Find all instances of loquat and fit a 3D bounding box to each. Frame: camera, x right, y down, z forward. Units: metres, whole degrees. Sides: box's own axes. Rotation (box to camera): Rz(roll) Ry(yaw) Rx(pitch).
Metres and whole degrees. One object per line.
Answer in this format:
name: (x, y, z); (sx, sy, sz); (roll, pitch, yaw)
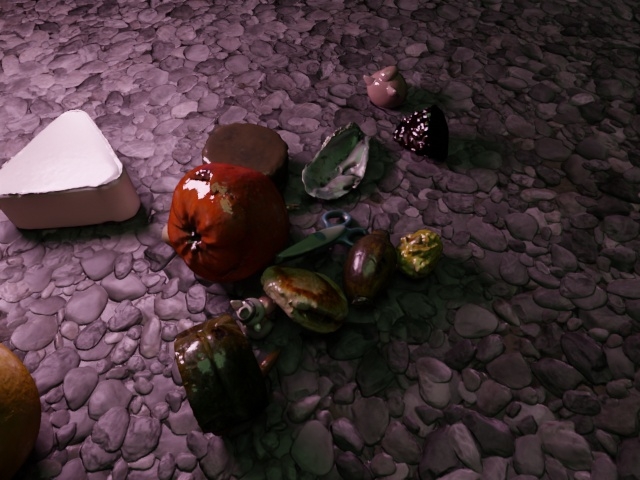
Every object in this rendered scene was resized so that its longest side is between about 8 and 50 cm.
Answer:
loquat: (-0.650, 0.308, 0.814); (0.328, 0.359, 0.329); (12, 67, -29)

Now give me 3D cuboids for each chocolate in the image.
chocolate: (0.270, -0.296, 1.373); (0.133, 0.156, 0.156); (1, 50, 35)

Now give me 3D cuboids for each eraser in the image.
eraser: (-0.614, -0.156, 1.262); (0.330, 0.150, 0.332); (-2, 53, 2)

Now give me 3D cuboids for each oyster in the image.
oyster: (0.047, -0.218, 1.327); (0.199, 0.087, 0.252); (3, 62, -9)

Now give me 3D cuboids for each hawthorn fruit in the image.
hawthorn fruit: (-0.178, -0.046, 1.124); (0.307, 0.276, 0.276); (-14, 52, -39)

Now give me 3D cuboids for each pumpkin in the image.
pumpkin: (-0.199, 0.257, 0.969); (0.139, 0.280, 0.190); (-22, 91, -14)

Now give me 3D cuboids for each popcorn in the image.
popcorn: (0.224, 0.028, 1.143); (0.106, 0.116, 0.121); (33, 97, 27)

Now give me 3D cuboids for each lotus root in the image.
lotus root: (0.111, 0.056, 1.117); (0.120, 0.120, 0.210); (14, 60, 11)

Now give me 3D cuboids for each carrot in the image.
carrot: (-0.149, 0.302, 1.002); (0.048, 0.048, 0.216); (28, 57, 19)

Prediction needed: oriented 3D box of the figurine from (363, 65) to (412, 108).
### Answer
figurine: (0.200, -0.457, 1.467); (0.125, 0.138, 0.125); (2, 94, 28)

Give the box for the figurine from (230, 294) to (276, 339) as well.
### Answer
figurine: (-0.141, 0.144, 1.045); (0.081, 0.146, 0.098); (24, 58, 18)

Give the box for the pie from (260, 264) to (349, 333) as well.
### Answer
pie: (-0.026, 0.114, 1.057); (0.084, 0.205, 0.179); (-53, 47, 17)

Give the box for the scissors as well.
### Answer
scissors: (0.000, 0.000, 1.152); (0.138, 0.041, 0.289); (44, 41, 22)

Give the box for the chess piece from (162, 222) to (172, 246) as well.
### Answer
chess piece: (-0.328, -0.058, 1.224); (0.094, 0.094, 0.171); (24, 62, 16)

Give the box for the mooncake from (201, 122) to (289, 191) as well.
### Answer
mooncake: (-0.194, -0.197, 1.299); (0.228, 0.124, 0.228); (2, 53, -3)
